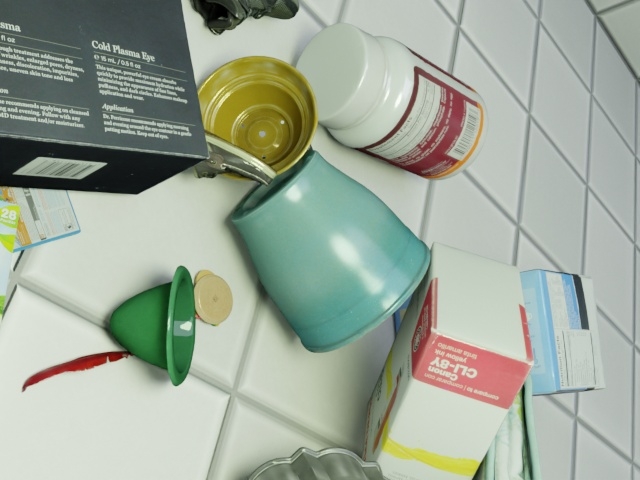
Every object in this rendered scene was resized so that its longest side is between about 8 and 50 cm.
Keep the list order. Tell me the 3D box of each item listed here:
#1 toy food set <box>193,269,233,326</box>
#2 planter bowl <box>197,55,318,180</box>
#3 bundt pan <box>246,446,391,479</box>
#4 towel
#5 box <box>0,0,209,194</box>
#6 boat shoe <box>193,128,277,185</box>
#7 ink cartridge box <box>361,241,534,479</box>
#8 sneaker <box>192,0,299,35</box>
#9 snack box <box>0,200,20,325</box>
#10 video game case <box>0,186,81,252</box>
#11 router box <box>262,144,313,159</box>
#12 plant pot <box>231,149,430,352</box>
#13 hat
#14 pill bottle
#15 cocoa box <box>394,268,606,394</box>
[{"bbox_3d":[-0.174,0.094,1.188,0.083,0.020,0.083,43,51,-33],"label":"toy food set"},{"bbox_3d":[-0.106,-0.192,1.259,0.090,0.217,0.217,61,25,-76],"label":"planter bowl"},{"bbox_3d":[0.004,0.476,1.077,0.330,0.124,0.331,-1,94,-17],"label":"bundt pan"},{"bbox_3d":[0.285,0.433,1.240,0.375,0.090,0.321,-70,170,-52],"label":"towel"},{"bbox_3d":[-0.348,-0.238,0.955,0.343,0.178,0.313,1,75,-49],"label":"box"},{"bbox_3d":[-0.178,-0.131,1.159,0.223,0.080,0.074,26,90,-5],"label":"boat shoe"},{"bbox_3d":[0.195,0.243,1.238,0.160,0.385,0.279,17,29,-1],"label":"ink cartridge box"},{"bbox_3d":[-0.135,-0.414,1.330,0.227,0.087,0.131,11,73,-43],"label":"sneaker"},{"bbox_3d":[-0.462,0.022,0.835,0.207,0.070,0.175,18,67,-39],"label":"snack box"},{"bbox_3d":[-0.404,-0.045,0.973,0.166,0.015,0.119,-23,98,-49],"label":"video game case"},{"bbox_3d":[-0.051,-0.127,1.375,0.122,0.038,0.092,-31,103,-48],"label":"router box"},{"bbox_3d":[0.000,0.000,1.239,0.255,0.271,0.272,51,46,-16],"label":"plant pot"},{"bbox_3d":[-0.285,0.120,1.055,0.208,0.183,0.173,83,7,-83],"label":"hat"},{"bbox_3d":[0.145,-0.271,1.497,0.392,0.224,0.224,16,68,-45],"label":"pill bottle"},{"bbox_3d":[0.352,0.200,1.500,0.227,0.347,0.232,9,72,-46],"label":"cocoa box"}]
